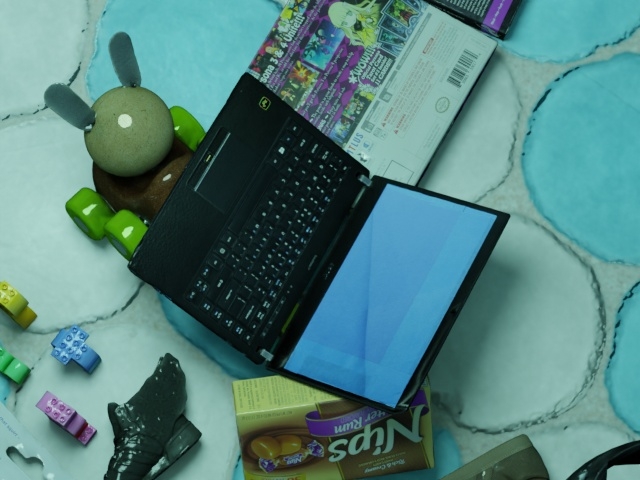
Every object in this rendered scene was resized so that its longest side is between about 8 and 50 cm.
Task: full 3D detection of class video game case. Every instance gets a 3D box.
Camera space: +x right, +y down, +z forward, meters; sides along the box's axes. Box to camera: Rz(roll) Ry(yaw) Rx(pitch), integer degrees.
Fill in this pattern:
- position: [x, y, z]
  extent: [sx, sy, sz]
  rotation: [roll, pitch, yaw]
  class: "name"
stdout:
- position: [0.034, -0.152, 1.966]
  extent: [0.210, 0.042, 0.232]
  rotation: [29, 78, 4]
  class: "video game case"

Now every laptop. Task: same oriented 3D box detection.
- position: [0.000, 0.000, 1.817]
  extent: [0.264, 0.136, 0.234]
  rotation: [38, 67, -21]
  class: "laptop"

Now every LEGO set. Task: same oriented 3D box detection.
- position: [-0.295, 0.092, 1.876]
  extent: [0.227, 0.093, 0.087]
  rotation: [36, 79, 7]
  class: "LEGO set"

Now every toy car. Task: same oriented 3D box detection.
- position: [-0.189, -0.103, 1.859]
  extent: [0.155, 0.188, 0.149]
  rotation: [-44, 39, -16]
  class: "toy car"

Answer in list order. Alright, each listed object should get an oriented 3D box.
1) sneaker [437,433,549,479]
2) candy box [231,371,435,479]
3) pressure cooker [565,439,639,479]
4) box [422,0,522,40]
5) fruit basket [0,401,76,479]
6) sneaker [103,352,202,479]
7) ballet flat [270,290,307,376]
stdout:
- position: [0.135, 0.259, 1.863]
  extent: [0.188, 0.066, 0.071]
  rotation: [-30, 80, -7]
  class: "sneaker"
- position: [0.014, 0.177, 1.855]
  extent: [0.187, 0.109, 0.053]
  rotation: [-7, 37, -3]
  class: "candy box"
- position: [0.346, 0.373, 1.687]
  extent: [0.376, 0.370, 0.420]
  rotation: [-22, 76, -4]
  class: "pressure cooker"
- position: [0.141, -0.292, 2.009]
  extent: [0.162, 0.029, 0.116]
  rotation: [26, 77, 3]
  class: "box"
- position: [-0.377, 0.310, 1.800]
  extent: [0.327, 0.165, 0.353]
  rotation: [46, 51, 5]
  class: "fruit basket"
- position: [-0.183, 0.193, 1.875]
  extent: [0.170, 0.051, 0.089]
  rotation: [-40, 87, -21]
  class: "sneaker"
- position: [-0.051, 0.056, 1.909]
  extent: [0.077, 0.077, 0.231]
  rotation: [-32, 82, -30]
  class: "ballet flat"
